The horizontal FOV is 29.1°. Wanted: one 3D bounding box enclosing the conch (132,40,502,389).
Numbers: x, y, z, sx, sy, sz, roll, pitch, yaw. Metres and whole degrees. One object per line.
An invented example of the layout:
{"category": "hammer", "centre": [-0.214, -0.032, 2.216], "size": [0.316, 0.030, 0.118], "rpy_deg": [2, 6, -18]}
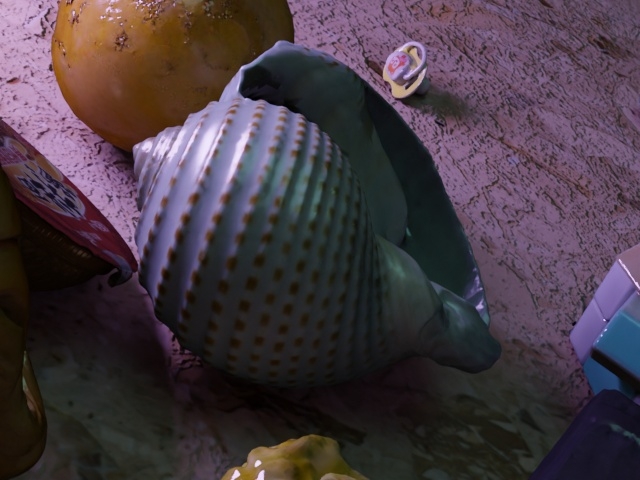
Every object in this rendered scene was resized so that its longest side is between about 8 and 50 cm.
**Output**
{"category": "conch", "centre": [-0.015, 0.004, 1.040], "size": [0.319, 0.215, 0.303], "rpy_deg": [49, 35, -22]}

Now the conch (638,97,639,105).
{"category": "conch", "centre": [0.485, -0.178, 1.715], "size": [0.076, 0.056, 0.085], "rpy_deg": [-15, 18, -21]}

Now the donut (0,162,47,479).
{"category": "donut", "centre": [-0.296, 0.003, 0.771], "size": [0.170, 0.360, 0.360], "rpy_deg": [-22, 55, -29]}

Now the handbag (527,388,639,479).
{"category": "handbag", "centre": [0.219, 0.245, 0.888], "size": [0.181, 0.181, 0.254], "rpy_deg": [30, 35, 20]}

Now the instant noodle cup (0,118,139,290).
{"category": "instant noodle cup", "centre": [-0.273, -0.035, 0.984], "size": [0.274, 0.091, 0.274], "rpy_deg": [43, 1, -1]}

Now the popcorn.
{"category": "popcorn", "centre": [0.001, 0.214, 0.843], "size": [0.174, 0.142, 0.173], "rpy_deg": [7, 14, -2]}

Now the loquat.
{"category": "loquat", "centre": [-0.141, -0.188, 1.187], "size": [0.235, 0.235, 0.235], "rpy_deg": [16, 35, -12]}

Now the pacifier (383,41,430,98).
{"category": "pacifier", "centre": [0.116, -0.207, 1.530], "size": [0.064, 0.068, 0.083], "rpy_deg": [32, 23, -40]}

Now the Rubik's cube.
{"category": "Rubik's cube", "centre": [0.365, 0.083, 1.155], "size": [0.265, 0.213, 0.224], "rpy_deg": [9, 38, -20]}
